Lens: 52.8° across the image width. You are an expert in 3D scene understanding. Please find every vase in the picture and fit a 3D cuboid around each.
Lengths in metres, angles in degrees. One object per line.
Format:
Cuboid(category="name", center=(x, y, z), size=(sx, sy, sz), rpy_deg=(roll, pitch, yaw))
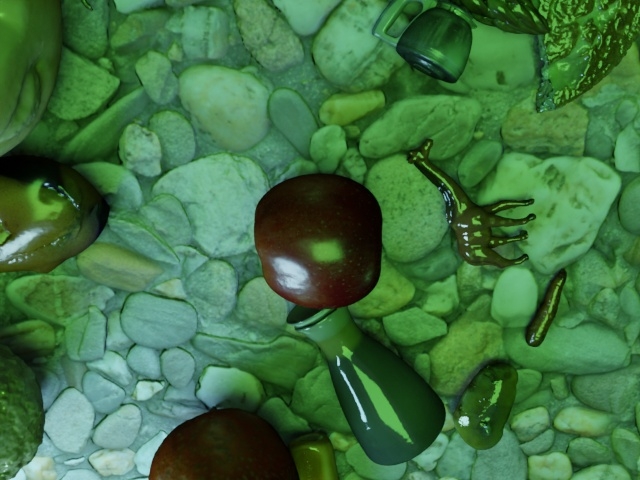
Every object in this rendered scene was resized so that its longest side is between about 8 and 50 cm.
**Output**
Cuboid(category="vase", center=(0.075, 0.236, 1.166), size=(0.173, 0.173, 0.321), rpy_deg=(-33, 105, 9))

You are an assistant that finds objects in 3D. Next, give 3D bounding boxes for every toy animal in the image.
Cuboid(category="toy animal", center=(0.257, -0.061, 1.112), size=(0.230, 0.066, 0.224), rpy_deg=(3, 111, 1))

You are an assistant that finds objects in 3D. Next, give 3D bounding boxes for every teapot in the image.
Cuboid(category="teapot", center=(0.173, -0.318, 1.001), size=(0.111, 0.149, 0.108), rpy_deg=(23, 100, -50))

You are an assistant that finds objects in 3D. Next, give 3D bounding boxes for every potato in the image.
Cuboid(category="potato", center=(0.324, 0.322, 1.253), size=(0.105, 0.085, 0.188), rpy_deg=(18, 104, -12))

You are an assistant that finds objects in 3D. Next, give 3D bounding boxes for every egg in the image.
Cuboid(category="egg", center=(-0.608, 0.289, 1.082), size=(0.279, 0.279, 0.310), rpy_deg=(-28, 141, 7))

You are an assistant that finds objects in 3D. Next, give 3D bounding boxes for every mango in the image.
Cuboid(category="mango", center=(-0.491, -0.037, 1.025), size=(0.288, 0.152, 0.201), rpy_deg=(-4, 108, -3))

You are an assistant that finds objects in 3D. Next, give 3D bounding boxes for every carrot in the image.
Cuboid(category="carrot", center=(0.428, 0.129, 1.212), size=(0.036, 0.035, 0.165), rpy_deg=(17, 107, -10))

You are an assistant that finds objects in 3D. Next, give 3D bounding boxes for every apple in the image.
Cuboid(category="apple", center=(0.000, 0.000, 1.035), size=(0.202, 0.218, 0.218), rpy_deg=(-6, 111, 1))

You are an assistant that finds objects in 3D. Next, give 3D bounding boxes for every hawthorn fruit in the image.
Cuboid(category="hawthorn fruit", center=(-0.173, 0.433, 1.165), size=(0.276, 0.299, 0.275), rpy_deg=(-12, 139, -11))

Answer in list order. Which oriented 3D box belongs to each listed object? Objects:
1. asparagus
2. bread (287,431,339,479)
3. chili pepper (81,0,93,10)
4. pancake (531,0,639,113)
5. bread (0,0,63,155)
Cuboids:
Cuboid(category="asparagus", center=(0.225, -0.388, 0.978), size=(0.287, 0.080, 0.080), rpy_deg=(28, 107, -5))
Cuboid(category="bread", center=(-0.002, 0.490, 1.300), size=(0.093, 0.074, 0.239), rpy_deg=(-5, 111, 15))
Cuboid(category="chili pepper", center=(-0.348, -0.472, 0.919), size=(0.071, 0.063, 0.272), rpy_deg=(-6, 109, -15))
Cuboid(category="pancake", center=(0.417, -0.379, 1.009), size=(0.198, 0.054, 0.376), rpy_deg=(18, 107, -12))
Cuboid(category="bread", center=(-0.564, -0.267, 0.873), size=(0.376, 0.253, 0.347), rpy_deg=(21, 92, -12))
